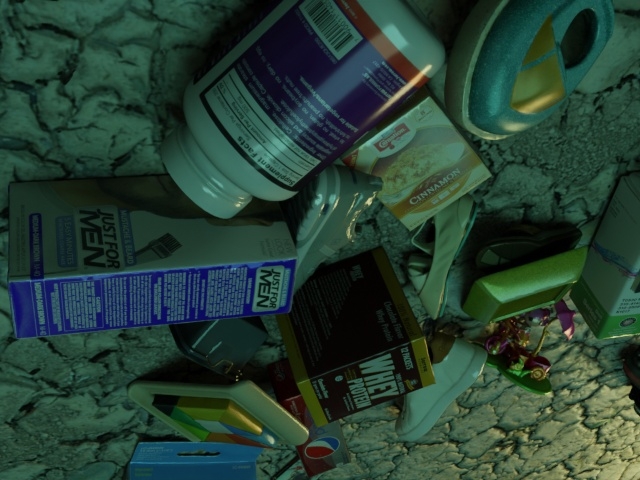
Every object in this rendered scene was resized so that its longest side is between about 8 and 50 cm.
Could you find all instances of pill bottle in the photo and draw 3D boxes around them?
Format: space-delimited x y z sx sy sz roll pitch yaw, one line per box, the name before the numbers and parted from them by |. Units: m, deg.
pill bottle | -0.029 -0.171 0.979 0.323 0.182 0.181 -39 133 19

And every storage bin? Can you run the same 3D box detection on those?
storage bin | -0.148 0.144 1.311 0.091 0.098 0.135 -47 131 11

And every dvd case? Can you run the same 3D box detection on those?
dvd case | -0.030 0.455 1.704 0.087 0.013 0.119 27 118 -37

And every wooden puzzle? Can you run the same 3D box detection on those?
wooden puzzle | -0.169 0.292 1.411 0.238 0.044 0.221 -8 142 29

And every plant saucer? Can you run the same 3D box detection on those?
plant saucer | 0.336 0.083 1.400 0.188 0.045 0.188 -17 160 -4

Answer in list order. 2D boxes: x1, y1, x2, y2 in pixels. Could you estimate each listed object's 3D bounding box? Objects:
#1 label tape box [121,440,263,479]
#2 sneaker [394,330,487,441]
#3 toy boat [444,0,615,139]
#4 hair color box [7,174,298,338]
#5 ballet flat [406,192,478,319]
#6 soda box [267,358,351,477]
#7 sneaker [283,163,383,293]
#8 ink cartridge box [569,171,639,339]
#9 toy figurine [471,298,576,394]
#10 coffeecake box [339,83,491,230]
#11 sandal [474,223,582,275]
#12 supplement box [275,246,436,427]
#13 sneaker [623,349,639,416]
label tape box | -0.258 0.522 1.616 0.249 0.115 0.348 6 132 -25
sneaker | 0.184 0.256 1.552 0.123 0.106 0.290 29 133 0
toy boat | 0.234 -0.259 0.962 0.267 0.148 0.318 -49 137 -12
hair color box | -0.214 0.010 1.083 0.338 0.185 0.110 -3 132 -17
ballet flat | 0.175 0.021 1.323 0.086 0.086 0.249 -4 132 -17
soda box | -0.017 0.312 1.520 0.092 0.083 0.263 -18 135 -3
sneaker | 0.000 0.000 1.173 0.115 0.105 0.281 3 150 -20
ink cartridge box | 0.567 0.024 1.428 0.201 0.117 0.278 -5 134 -15
toy figurine | 0.375 0.164 1.525 0.173 0.130 0.159 25 109 -8
coffeecake box | 0.124 -0.118 1.166 0.142 0.068 0.185 -35 134 16
sandal | 0.327 0.003 1.370 0.219 0.060 0.090 -13 144 -29
supplement box | 0.046 0.145 1.304 0.194 0.191 0.129 -20 136 -1
sneaker | 0.689 0.312 1.764 0.276 0.098 0.135 27 117 -39
